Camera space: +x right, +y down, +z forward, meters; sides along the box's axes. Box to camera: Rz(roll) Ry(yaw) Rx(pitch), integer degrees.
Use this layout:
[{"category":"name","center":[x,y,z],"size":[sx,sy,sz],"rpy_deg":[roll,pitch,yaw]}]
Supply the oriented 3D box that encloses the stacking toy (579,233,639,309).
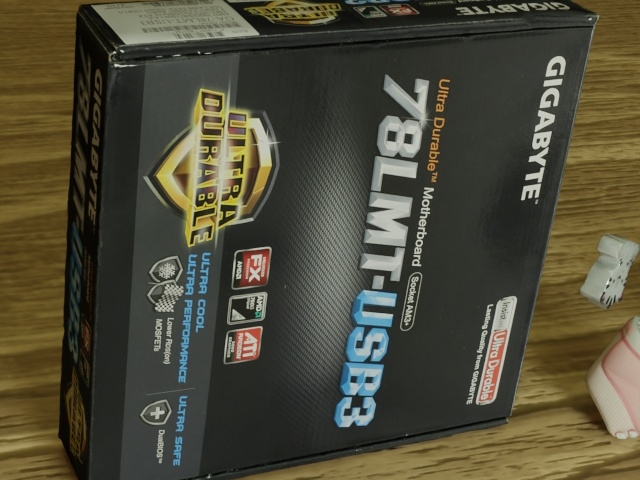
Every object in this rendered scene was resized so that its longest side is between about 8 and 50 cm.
[{"category":"stacking toy","center":[0.307,0.052,1.004],"size":[0.167,0.052,0.221],"rpy_deg":[26,13,34]}]

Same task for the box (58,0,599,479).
[{"category":"box","center":[0.000,0.000,0.822],"size":[0.293,0.295,0.073],"rpy_deg":[-6,33,-24]}]

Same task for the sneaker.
[{"category":"sneaker","center":[0.235,0.117,0.930],"size":[0.134,0.070,0.051],"rpy_deg":[41,24,-1]}]
